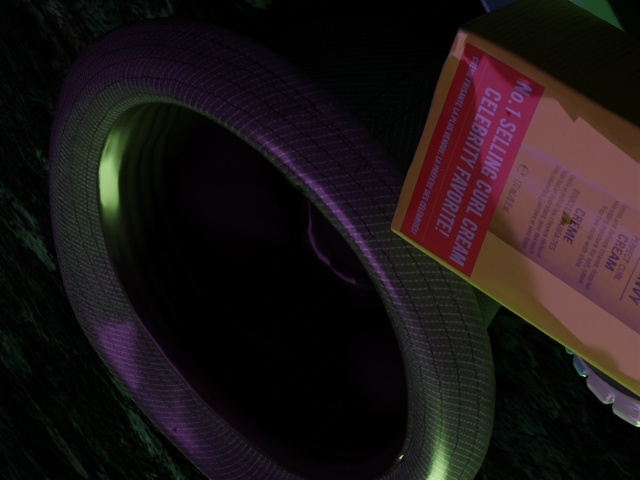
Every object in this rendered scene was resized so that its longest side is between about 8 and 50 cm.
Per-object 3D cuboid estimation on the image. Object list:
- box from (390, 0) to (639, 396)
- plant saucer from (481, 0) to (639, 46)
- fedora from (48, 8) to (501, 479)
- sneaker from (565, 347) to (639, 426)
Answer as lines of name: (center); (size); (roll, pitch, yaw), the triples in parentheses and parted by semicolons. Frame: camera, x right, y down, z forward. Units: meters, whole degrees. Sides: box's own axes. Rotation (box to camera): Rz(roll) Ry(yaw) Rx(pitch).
box: (0.136, 0.015, 0.468); (0.232, 0.058, 0.087); (36, 128, 23)
plant saucer: (0.086, -0.078, 0.532); (0.192, 0.018, 0.067); (57, 157, -19)
fedora: (0.000, 0.000, 0.675); (0.244, 0.124, 0.275); (41, 148, 16)
sneaker: (0.159, 0.041, 0.546); (0.166, 0.065, 0.076); (28, 133, 37)
